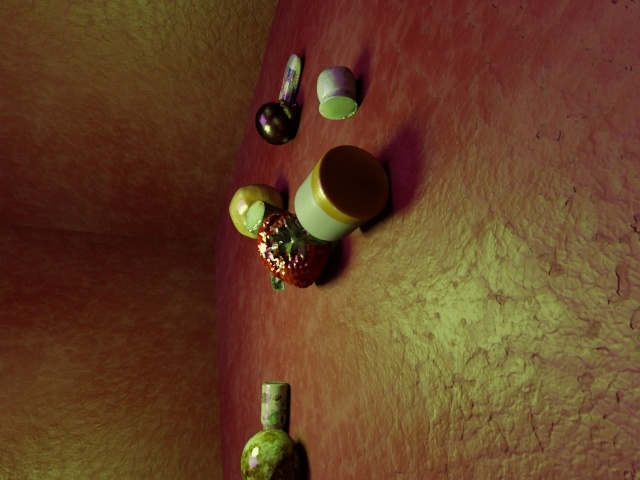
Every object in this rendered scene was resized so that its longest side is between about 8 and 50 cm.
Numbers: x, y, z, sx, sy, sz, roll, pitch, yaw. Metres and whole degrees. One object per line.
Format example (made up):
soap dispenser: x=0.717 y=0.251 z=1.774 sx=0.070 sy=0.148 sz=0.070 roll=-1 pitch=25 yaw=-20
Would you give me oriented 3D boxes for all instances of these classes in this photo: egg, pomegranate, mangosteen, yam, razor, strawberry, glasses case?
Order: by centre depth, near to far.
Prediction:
strawberry: x=-0.099 y=0.043 z=1.614 sx=0.312 sy=0.267 sz=0.351 roll=44 pitch=165 yaw=24
egg: x=-0.192 y=0.902 z=1.637 sx=0.238 sy=0.238 sz=0.290 roll=-172 pitch=69 yaw=-67
yam: x=-0.201 y=-0.071 z=1.905 sx=0.161 sy=0.267 sz=0.161 roll=-38 pitch=41 yaw=42
razor: x=-0.173 y=0.147 z=2.033 sx=0.232 sy=0.068 sz=0.106 roll=-50 pitch=40 yaw=43
mangosteen: x=-0.215 y=-0.630 z=2.154 sx=0.265 sy=0.228 sz=0.228 roll=-40 pitch=40 yaw=19
pomegranate: x=-0.340 y=-0.160 z=2.207 sx=0.319 sy=0.318 sz=0.320 roll=-174 pitch=90 yaw=-67
glasses case: x=-0.168 y=-0.844 z=2.244 sx=0.125 sy=0.076 sz=0.328 roll=-120 pitch=41 yaw=-53

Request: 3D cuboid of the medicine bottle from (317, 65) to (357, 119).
medicine bottle: x=0.062 y=-0.540 z=1.519 sx=0.147 sy=0.147 sz=0.143 roll=144 pitch=126 yaw=-61

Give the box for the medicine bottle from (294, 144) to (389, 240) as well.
medicine bottle: x=0.062 y=-0.142 z=1.297 sx=0.232 sy=0.237 sz=0.238 roll=141 pitch=131 yaw=-62

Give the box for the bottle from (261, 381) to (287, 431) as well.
bottle: x=-0.207 y=0.774 z=1.856 sx=0.120 sy=0.120 sz=0.254 roll=152 pitch=120 yaw=-63

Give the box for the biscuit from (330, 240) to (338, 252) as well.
biscuit: x=0.039 y=-0.073 z=1.622 sx=0.232 sy=0.016 sz=0.139 roll=-108 pitch=33 yaw=-43
